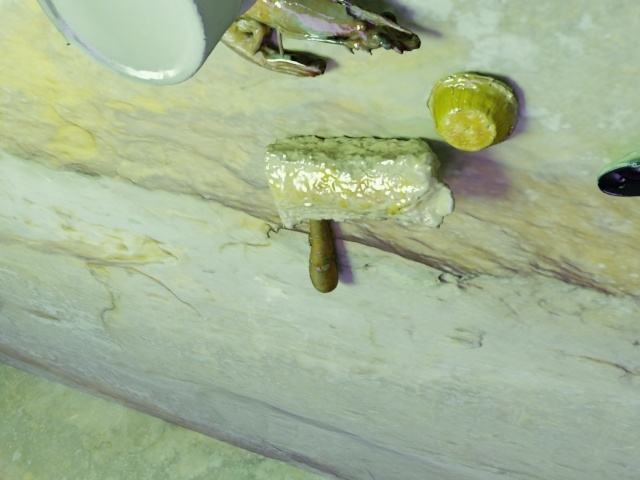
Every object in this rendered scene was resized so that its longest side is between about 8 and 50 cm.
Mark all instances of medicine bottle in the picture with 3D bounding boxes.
[{"bbox_3d":[-0.087,-0.240,0.454,0.144,0.252,0.144,17,146,12],"label":"medicine bottle"}]

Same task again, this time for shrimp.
[{"bbox_3d":[-0.020,-0.215,0.651,0.251,0.052,0.143,22,161,15],"label":"shrimp"}]

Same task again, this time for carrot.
[{"bbox_3d":[0.000,0.000,0.956,0.049,0.049,0.254,15,143,16],"label":"carrot"}]

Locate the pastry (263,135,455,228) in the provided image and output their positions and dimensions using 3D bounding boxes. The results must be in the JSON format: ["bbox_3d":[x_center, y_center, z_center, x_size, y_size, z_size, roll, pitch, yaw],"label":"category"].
[{"bbox_3d":[0.042,-0.074,0.769,0.258,0.089,0.121,0,137,34],"label":"pastry"}]

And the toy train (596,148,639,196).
[{"bbox_3d":[0.368,-0.083,0.569,0.234,0.051,0.052,-9,135,47],"label":"toy train"}]

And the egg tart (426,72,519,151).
[{"bbox_3d":[0.156,-0.127,0.661,0.105,0.039,0.105,16,148,10],"label":"egg tart"}]
